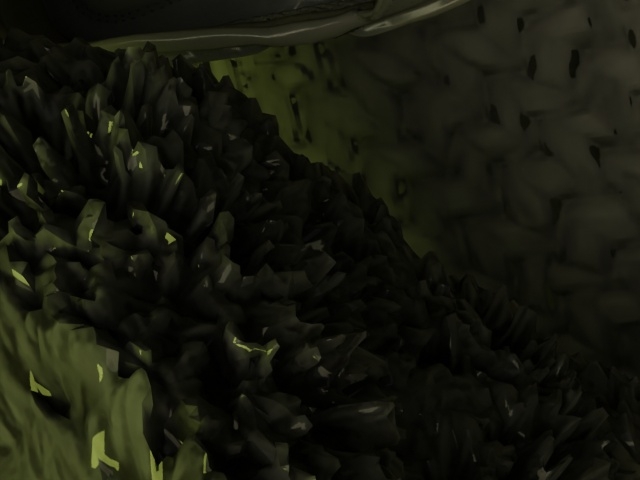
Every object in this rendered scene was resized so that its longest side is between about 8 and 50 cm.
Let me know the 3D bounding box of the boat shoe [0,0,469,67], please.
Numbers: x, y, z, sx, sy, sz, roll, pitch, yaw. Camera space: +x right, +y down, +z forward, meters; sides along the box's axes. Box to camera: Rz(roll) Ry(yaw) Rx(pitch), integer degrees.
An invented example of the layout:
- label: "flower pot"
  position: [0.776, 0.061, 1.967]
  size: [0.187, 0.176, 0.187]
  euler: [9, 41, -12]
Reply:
- label: "boat shoe"
  position: [0.022, -0.106, 0.576]
  size: [0.277, 0.096, 0.098]
  euler: [-22, 100, 21]

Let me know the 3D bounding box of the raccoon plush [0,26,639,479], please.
- label: "raccoon plush"
  position: [0.000, 0.000, 0.543]
  size: [0.216, 0.299, 0.446]
  euler: [-11, 95, 42]
